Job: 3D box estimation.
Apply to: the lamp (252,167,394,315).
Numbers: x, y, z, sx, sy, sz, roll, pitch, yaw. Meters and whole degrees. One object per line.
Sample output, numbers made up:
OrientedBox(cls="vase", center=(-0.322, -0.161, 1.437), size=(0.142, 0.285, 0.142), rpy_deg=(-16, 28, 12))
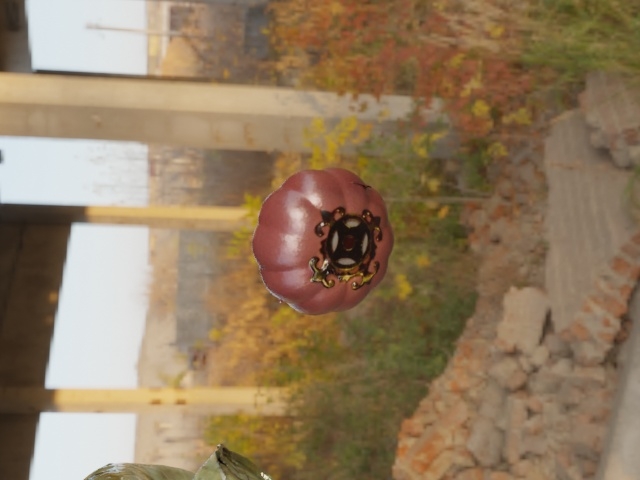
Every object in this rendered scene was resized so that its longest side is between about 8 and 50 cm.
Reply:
OrientedBox(cls="lamp", center=(0.000, 0.000, 1.194), size=(0.140, 0.182, 0.182), rpy_deg=(17, 106, 60))

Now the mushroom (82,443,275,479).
OrientedBox(cls="mushroom", center=(-0.147, 0.385, 1.162), size=(0.260, 0.352, 0.352), rpy_deg=(-54, 5, -6))
